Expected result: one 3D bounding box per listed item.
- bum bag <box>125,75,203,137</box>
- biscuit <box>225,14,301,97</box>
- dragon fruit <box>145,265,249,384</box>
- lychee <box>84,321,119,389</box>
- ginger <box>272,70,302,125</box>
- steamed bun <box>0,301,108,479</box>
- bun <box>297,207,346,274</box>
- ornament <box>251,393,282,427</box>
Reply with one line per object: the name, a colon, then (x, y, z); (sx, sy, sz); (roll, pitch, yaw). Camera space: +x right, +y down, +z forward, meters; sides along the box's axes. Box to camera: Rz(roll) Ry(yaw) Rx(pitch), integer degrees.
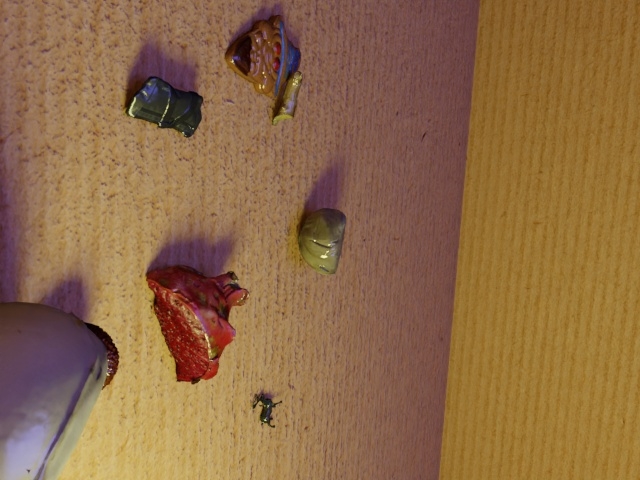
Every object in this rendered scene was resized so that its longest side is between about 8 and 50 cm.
bum bag: (-0.285, -0.251, 1.445); (0.087, 0.049, 0.197); (-60, 154, 10)
biscuit: (-0.118, -0.409, 1.721); (0.280, 0.043, 0.183); (-22, 114, -61)
dragon fruit: (-0.224, 0.142, 1.571); (0.211, 0.134, 0.262); (-54, 141, -46)
lychee: (-0.402, 0.195, 1.282); (0.129, 0.123, 0.123); (-3, 101, -32)
ginger: (-0.071, -0.324, 1.789); (0.057, 0.044, 0.137); (3, 108, -61)
steamed bun: (-0.453, 0.243, 1.004); (0.241, 0.374, 0.374); (29, 66, -17)
bun: (0.000, 0.000, 1.959); (0.173, 0.113, 0.167); (-48, 148, -81)
ornament: (-0.137, 0.418, 1.912); (0.125, 0.028, 0.073); (42, 61, -59)
